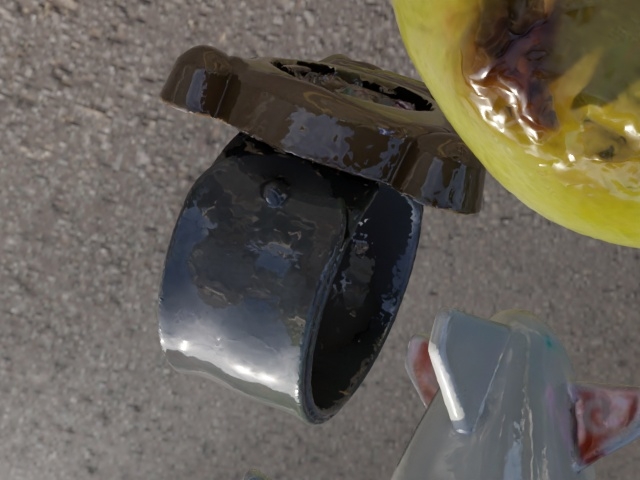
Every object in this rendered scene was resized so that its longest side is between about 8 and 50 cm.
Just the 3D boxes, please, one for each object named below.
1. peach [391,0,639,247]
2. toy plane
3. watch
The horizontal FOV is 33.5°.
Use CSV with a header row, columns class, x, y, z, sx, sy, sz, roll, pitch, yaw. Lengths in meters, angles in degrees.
class,x,y,z,sx,sy,sz,roll,pitch,yaw
peach,0.194,-0.143,0.578,0.314,0.316,0.282,-10,111,18
toy plane,0.059,0.153,0.458,0.252,0.252,0.118,-25,154,34
watch,0.000,0.000,1.045,0.314,0.335,0.327,21,108,17
